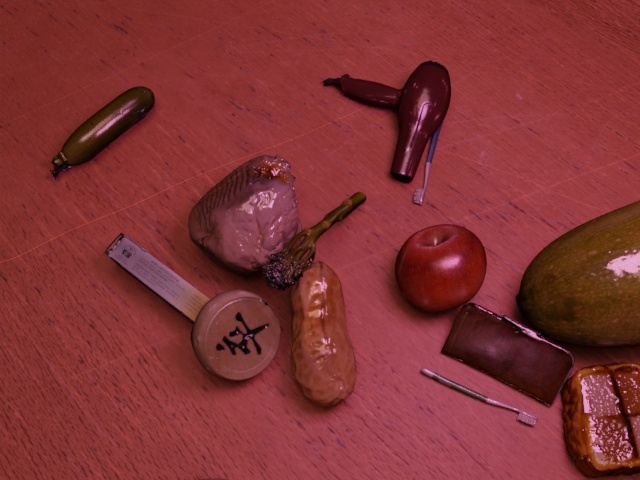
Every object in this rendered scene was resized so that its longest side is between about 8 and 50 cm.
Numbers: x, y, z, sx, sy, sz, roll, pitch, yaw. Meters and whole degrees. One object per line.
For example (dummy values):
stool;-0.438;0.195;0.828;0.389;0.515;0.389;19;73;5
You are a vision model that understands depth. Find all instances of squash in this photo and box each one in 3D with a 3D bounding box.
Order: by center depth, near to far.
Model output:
squash;0.561;0.080;1.431;0.309;0.310;0.310;-9;64;0
squash;-0.543;-0.275;1.743;0.087;0.087;0.331;41;73;18

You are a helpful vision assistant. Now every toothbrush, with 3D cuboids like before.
toothbrush;0.329;0.325;1.470;0.257;0.018;0.024;24;73;11
toothbrush;0.268;-0.206;1.728;0.025;0.019;0.275;11;65;15

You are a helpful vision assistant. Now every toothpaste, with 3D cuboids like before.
toothpaste;-0.339;0.102;1.554;0.313;0.089;0.071;34;76;15

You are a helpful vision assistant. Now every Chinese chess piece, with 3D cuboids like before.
Chinese chess piece;-0.173;0.197;1.456;0.188;0.188;0.083;-46;28;-19

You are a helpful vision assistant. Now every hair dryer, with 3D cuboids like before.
hair dryer;0.139;-0.324;1.761;0.340;0.123;0.312;18;76;21

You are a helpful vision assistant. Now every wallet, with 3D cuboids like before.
wallet;0.395;0.233;1.469;0.255;0.031;0.137;26;106;14

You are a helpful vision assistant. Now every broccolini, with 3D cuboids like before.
broccolini;-0.004;-0.003;1.541;0.079;0.074;0.392;57;40;-5

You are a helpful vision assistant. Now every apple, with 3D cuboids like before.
apple;0.261;0.064;1.515;0.201;0.162;0.201;-14;24;7

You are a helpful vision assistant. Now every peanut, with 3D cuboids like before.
peanut;0.002;0.191;1.470;0.147;0.147;0.305;-5;64;-1

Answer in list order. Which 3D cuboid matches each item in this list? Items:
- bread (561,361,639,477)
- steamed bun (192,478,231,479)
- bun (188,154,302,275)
bread;0.583;0.357;1.408;0.181;0.096;0.222;-1;64;-2
steamed bun;-0.235;0.537;1.329;0.231;0.110;0.212;39;70;15
bun;-0.151;-0.039;1.549;0.281;0.281;0.205;-41;110;-17
